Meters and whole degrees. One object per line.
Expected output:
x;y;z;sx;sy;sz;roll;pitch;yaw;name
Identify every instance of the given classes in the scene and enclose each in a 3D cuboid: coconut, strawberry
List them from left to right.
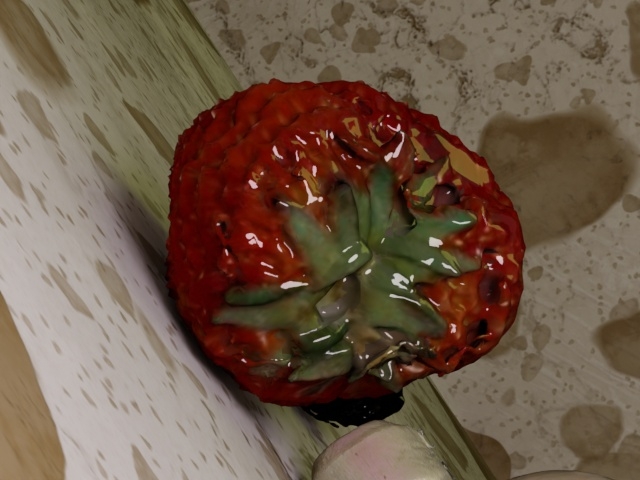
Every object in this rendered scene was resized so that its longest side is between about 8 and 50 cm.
0.000;0.000;1.462;0.312;0.267;0.351;21;2;-25;strawberry
0.056;0.209;1.408;0.124;0.110;0.110;53;3;23;coconut

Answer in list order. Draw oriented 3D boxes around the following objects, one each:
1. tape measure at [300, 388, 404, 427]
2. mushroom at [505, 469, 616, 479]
0.001;0.070;1.702;0.223;0.135;0.202;63;5;-15;tape measure
0.242;0.301;1.245;0.362;0.294;0.362;37;-24;19;mushroom
